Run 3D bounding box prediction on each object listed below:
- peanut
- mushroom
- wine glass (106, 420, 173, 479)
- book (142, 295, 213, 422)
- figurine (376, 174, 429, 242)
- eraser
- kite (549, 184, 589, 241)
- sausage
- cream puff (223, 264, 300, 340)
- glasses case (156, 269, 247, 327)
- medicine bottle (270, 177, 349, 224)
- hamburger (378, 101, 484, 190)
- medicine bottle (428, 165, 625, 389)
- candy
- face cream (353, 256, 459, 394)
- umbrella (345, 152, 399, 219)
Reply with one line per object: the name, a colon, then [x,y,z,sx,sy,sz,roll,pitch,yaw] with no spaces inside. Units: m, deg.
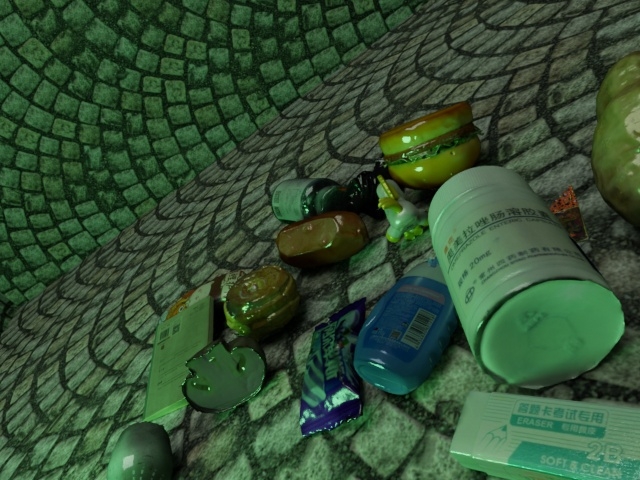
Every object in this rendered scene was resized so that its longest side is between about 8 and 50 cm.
peanut: [0.513,-0.170,0.827,0.170,0.192,0.387,-27,27,40]
mushroom: [-0.195,0.272,1.111,0.188,0.141,0.117,-34,4,5]
wine glass: [-0.342,0.461,0.999,0.126,0.126,0.241,-36,28,5]
book: [-0.353,0.289,1.331,0.215,0.025,0.282,-29,42,21]
figurine: [0.173,-0.080,1.197,0.109,0.129,0.178,-35,26,17]
eraser: [0.273,0.239,0.631,0.225,0.052,0.095,-8,41,46]
kite: [0.414,-0.017,0.922,0.222,0.008,0.125,-44,28,-9]
sausage: [0.002,0.000,1.298,0.258,0.133,0.133,-17,33,34]
cream puff: [-0.133,0.151,1.226,0.189,0.129,0.189,-22,28,12]
glasses case: [-0.330,0.182,1.489,0.321,0.082,0.122,-28,27,21]
medicine bottle: [-0.021,-0.102,1.466,0.141,0.141,0.293,-47,23,-16]
hamburger: [0.262,-0.208,1.236,0.246,0.170,0.246,-20,8,3]
medicine bottle: [0.280,0.034,0.796,0.190,0.190,0.332,-31,28,17]
candy: [0.027,0.224,0.970,0.145,0.070,0.275,-33,29,28]
face cream: [0.160,0.131,0.909,0.149,0.083,0.264,13,50,35]
umbrella: [0.154,-0.150,1.355,0.110,0.122,0.272,14,45,33]
